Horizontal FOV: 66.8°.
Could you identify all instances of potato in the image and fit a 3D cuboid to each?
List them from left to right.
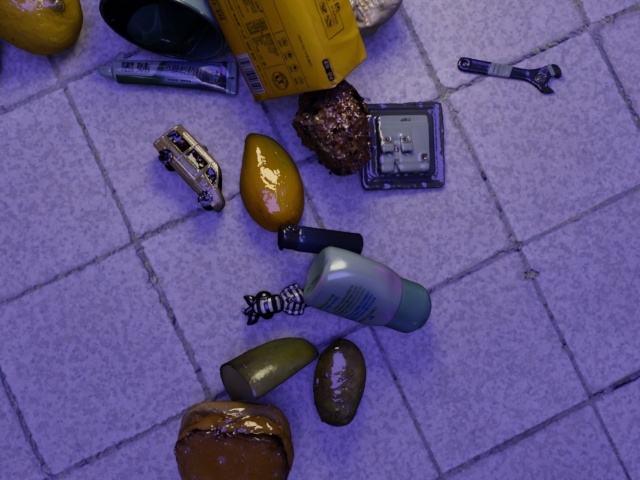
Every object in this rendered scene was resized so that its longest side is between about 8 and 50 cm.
[{"bbox_3d":[-0.131,0.329,1.334,0.255,0.269,0.112,-24,86,-30],"label":"potato"},{"bbox_3d":[0.053,0.392,1.350,0.149,0.113,0.252,2,87,-11],"label":"potato"}]

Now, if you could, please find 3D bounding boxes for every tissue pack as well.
[{"bbox_3d":[-0.095,-0.567,1.182,0.228,0.293,0.382,-53,131,-36],"label":"tissue pack"}]

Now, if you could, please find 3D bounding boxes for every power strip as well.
[{"bbox_3d":[0.240,-0.277,1.392,0.256,0.092,0.251,-4,85,-6],"label":"power strip"}]

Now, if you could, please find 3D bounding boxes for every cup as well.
[{"bbox_3d":[-0.359,-0.703,1.312,0.310,0.400,0.393,3,82,34],"label":"cup"}]

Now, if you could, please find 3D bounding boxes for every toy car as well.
[{"bbox_3d":[-0.345,-0.198,1.359,0.124,0.101,0.257,-44,89,-6],"label":"toy car"}]

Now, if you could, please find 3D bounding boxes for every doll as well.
[{"bbox_3d":[-0.115,0.177,1.375,0.219,0.067,0.091,-10,86,-9],"label":"doll"}]

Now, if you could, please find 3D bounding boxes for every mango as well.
[{"bbox_3d":[-0.141,-0.158,1.363,0.176,0.119,0.317,-14,83,-4],"label":"mango"}]

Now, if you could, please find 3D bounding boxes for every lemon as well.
[{"bbox_3d":[-0.771,-0.622,1.290,0.253,0.228,0.229,33,87,4],"label":"lemon"}]

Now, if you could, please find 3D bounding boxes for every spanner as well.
[{"bbox_3d":[0.563,-0.500,1.449,0.315,0.024,0.087,8,93,-3],"label":"spanner"}]

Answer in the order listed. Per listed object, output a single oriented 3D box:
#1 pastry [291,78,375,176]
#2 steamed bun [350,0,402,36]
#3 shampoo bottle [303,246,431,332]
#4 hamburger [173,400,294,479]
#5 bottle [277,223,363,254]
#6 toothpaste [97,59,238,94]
[{"bbox_3d":[0.026,-0.299,1.302,0.192,0.275,0.275,-22,89,-17],"label":"pastry"},{"bbox_3d":[0.068,-0.691,1.347,0.289,0.203,0.276,-33,99,16],"label":"steamed bun"},{"bbox_3d":[0.140,0.146,1.319,0.349,0.222,0.151,21,48,-15],"label":"shampoo bottle"},{"bbox_3d":[-0.219,0.537,1.263,0.304,0.174,0.284,4,128,-5],"label":"hamburger"},{"bbox_3d":[0.000,0.000,1.337,0.244,0.072,0.082,6,130,-24],"label":"bottle"},{"bbox_3d":[-0.433,-0.474,1.384,0.391,0.061,0.099,1,86,-4],"label":"toothpaste"}]
